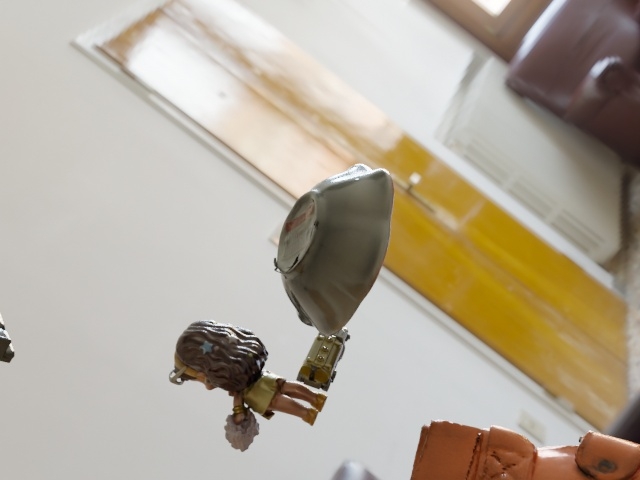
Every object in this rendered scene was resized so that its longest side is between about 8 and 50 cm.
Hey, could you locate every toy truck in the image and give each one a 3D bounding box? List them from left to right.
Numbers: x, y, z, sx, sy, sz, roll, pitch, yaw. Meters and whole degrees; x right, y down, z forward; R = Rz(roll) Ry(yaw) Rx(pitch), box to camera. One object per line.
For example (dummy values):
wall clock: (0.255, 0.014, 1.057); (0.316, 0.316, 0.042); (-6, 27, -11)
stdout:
toy truck: (0.005, 0.169, 1.668); (0.123, 0.052, 0.063); (-62, -10, -54)

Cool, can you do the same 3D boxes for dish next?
dish: (0.000, 0.000, 1.375); (0.229, 0.081, 0.229); (-50, 29, 42)

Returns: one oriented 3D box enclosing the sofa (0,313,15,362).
sofa: (-0.569, 0.137, 1.944); (0.060, 0.085, 0.147); (-56, 40, 16)

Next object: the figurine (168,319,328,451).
figurine: (-0.111, 0.209, 1.706); (0.116, 0.240, 0.175); (-58, -2, 31)

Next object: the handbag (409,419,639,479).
handbag: (0.279, 0.327, 1.150); (0.303, 0.410, 0.116); (-68, -25, -47)
